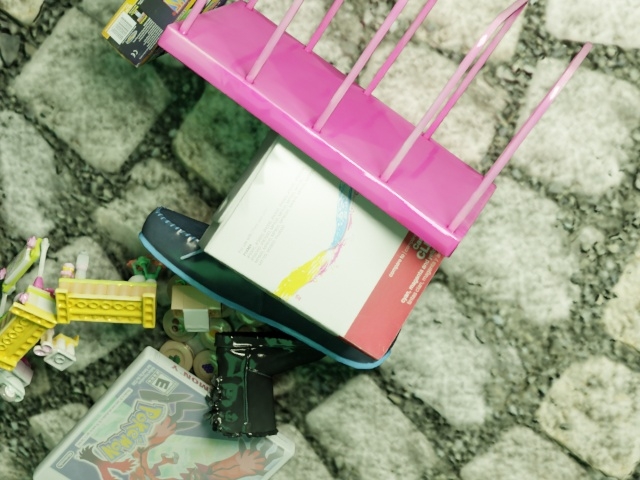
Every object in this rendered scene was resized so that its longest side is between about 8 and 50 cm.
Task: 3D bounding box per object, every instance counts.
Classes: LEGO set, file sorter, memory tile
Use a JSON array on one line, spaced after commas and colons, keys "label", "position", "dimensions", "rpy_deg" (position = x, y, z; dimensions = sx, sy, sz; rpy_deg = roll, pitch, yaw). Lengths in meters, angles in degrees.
[{"label": "LEGO set", "position": [-0.233, 0.052, 1.515], "dimensions": [0.287, 0.107, 0.132], "rpy_deg": [-23, 132, 22]}, {"label": "file sorter", "position": [0.057, -0.164, 1.289], "dimensions": [0.290, 0.202, 0.182], "rpy_deg": [37, 111, 3]}, {"label": "memory tile", "position": [-0.106, 0.108, 1.527], "dimensions": [0.113, 0.012, 0.148], "rpy_deg": [14, 110, 12]}]

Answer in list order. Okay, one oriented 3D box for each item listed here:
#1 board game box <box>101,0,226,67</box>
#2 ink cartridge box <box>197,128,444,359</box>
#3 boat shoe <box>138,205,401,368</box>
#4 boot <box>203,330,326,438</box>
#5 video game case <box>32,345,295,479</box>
[{"label": "board game box", "position": [-0.100, -0.236, 1.343], "dimensions": [0.048, 0.141, 0.170], "rpy_deg": [44, 114, 2]}, {"label": "ink cartridge box", "position": [0.000, 0.000, 1.332], "dimensions": [0.176, 0.128, 0.127], "rpy_deg": [32, 88, -8]}, {"label": "boat shoe", "position": [-0.040, 0.023, 1.445], "dimensions": [0.258, 0.109, 0.089], "rpy_deg": [26, 107, -10]}, {"label": "boot", "position": [-0.051, 0.138, 1.479], "dimensions": [0.121, 0.045, 0.099], "rpy_deg": [1, 96, -7]}, {"label": "video game case", "position": [-0.157, 0.221, 1.544], "dimensions": [0.183, 0.023, 0.201], "rpy_deg": [36, 115, -17]}]
